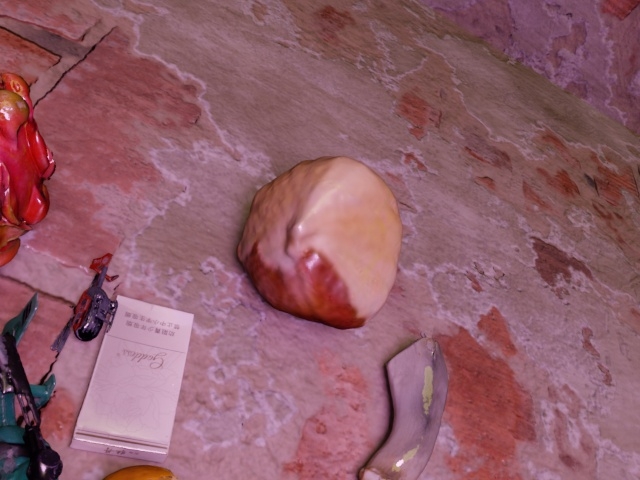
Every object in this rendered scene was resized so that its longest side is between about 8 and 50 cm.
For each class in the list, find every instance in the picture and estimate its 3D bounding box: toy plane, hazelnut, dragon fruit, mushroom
[{"bbox_3d":[-0.294,0.076,0.710,0.037,0.060,0.145,51,34,-45],"label":"toy plane"},{"bbox_3d":[0.000,0.000,0.810,0.261,0.261,0.241,60,18,22],"label":"hazelnut"},{"bbox_3d":[-0.424,-0.063,0.622,0.243,0.227,0.307,-18,68,-35],"label":"dragon fruit"},{"bbox_3d":[0.129,0.252,0.800,0.096,0.099,0.278,26,48,-3],"label":"mushroom"},{"bbox_3d":[-0.291,0.220,0.516,0.106,0.155,0.382,28,19,-43],"label":"toy plane"}]

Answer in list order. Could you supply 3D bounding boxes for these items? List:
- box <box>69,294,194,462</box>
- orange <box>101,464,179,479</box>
[{"bbox_3d":[-0.229,0.168,0.692,0.109,0.029,0.198,18,47,-18],"label":"box"},{"bbox_3d":[-0.183,0.307,0.544,0.157,0.134,0.157,61,11,-21],"label":"orange"}]
